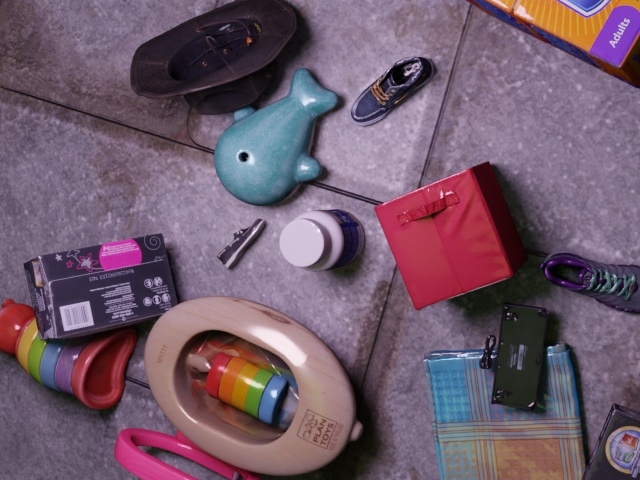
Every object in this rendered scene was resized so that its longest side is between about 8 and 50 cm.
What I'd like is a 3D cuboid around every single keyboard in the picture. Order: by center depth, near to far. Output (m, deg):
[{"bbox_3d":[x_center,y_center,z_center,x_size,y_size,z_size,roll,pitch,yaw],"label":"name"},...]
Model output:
[{"bbox_3d":[0.333,0.200,1.860,0.108,0.023,0.180,7,92,15],"label":"keyboard"}]

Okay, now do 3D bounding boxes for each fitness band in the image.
[{"bbox_3d":[-0.256,0.430,2.039,0.290,0.209,0.054,21,101,19],"label":"fitness band"}]

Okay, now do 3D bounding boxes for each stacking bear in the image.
[{"bbox_3d":[-0.548,0.215,2.174,0.289,0.164,0.175,21,100,23],"label":"stacking bear"}]

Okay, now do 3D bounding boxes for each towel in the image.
[{"bbox_3d":[0.336,0.372,1.903,0.271,0.040,0.370,-8,90,22],"label":"towel"}]

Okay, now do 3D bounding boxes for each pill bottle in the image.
[{"bbox_3d":[0.000,0.000,1.931,0.112,0.186,0.112,1,93,20],"label":"pill bottle"}]

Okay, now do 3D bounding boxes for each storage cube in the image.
[{"bbox_3d":[0.228,-0.011,1.834,0.183,0.215,0.193,-22,91,20],"label":"storage cube"}]

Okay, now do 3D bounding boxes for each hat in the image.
[{"bbox_3d":[-0.183,-0.319,1.989,0.331,0.331,0.134,-3,133,21],"label":"hat"}]

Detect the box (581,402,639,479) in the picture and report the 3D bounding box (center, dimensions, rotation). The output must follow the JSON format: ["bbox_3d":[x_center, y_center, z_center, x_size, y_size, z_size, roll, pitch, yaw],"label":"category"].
[{"bbox_3d":[0.547,0.440,1.796,0.216,0.060,0.270,22,98,10],"label":"box"}]

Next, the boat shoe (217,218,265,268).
[{"bbox_3d":[-0.155,0.000,2.067,0.038,0.046,0.125,43,115,9],"label":"boat shoe"}]

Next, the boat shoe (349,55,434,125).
[{"bbox_3d":[0.117,-0.274,1.927,0.183,0.083,0.065,-36,80,19],"label":"boat shoe"}]

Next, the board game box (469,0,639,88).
[{"bbox_3d":[0.417,-0.486,1.655,0.356,0.356,0.356,31,103,16],"label":"board game box"}]

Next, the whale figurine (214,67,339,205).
[{"bbox_3d":[-0.087,-0.191,1.978,0.216,0.141,0.272,43,105,14],"label":"whale figurine"}]

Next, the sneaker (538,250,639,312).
[{"bbox_3d":[0.480,0.076,1.799,0.223,0.098,0.083,12,97,20],"label":"sneaker"}]

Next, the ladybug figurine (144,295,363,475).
[{"bbox_3d":[-0.117,0.268,2.003,0.449,0.162,0.305,26,101,18],"label":"ladybug figurine"}]

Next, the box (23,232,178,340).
[{"bbox_3d":[-0.424,0.092,2.055,0.142,0.247,0.163,-15,87,63],"label":"box"}]
